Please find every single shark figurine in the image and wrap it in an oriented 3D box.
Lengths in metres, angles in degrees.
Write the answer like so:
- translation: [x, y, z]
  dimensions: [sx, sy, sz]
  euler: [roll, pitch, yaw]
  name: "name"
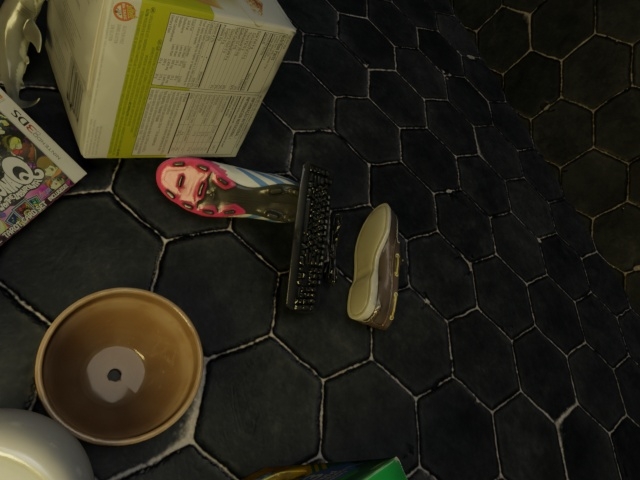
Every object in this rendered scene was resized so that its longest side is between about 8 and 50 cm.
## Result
- translation: [-0.601, -0.367, 0.881]
  dimensions: [0.116, 0.166, 0.279]
  euler: [10, 84, -47]
  name: "shark figurine"

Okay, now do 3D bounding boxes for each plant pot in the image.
- translation: [-0.316, 0.203, 0.742]
  dimensions: [0.237, 0.109, 0.238]
  euler: [16, 56, -25]
  name: "plant pot"

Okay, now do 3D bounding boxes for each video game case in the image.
- translation: [-0.550, -0.117, 0.769]
  dimensions: [0.210, 0.041, 0.232]
  euler: [51, 49, -22]
  name: "video game case"

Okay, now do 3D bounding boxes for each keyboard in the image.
- translation: [0.000, 0.000, 1.033]
  dimensions: [0.201, 0.033, 0.318]
  euler: [10, 87, -61]
  name: "keyboard"

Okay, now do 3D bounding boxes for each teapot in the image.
- translation: [-0.393, 0.317, 0.581]
  dimensions: [0.252, 0.187, 0.256]
  euler: [-21, 95, -11]
  name: "teapot"

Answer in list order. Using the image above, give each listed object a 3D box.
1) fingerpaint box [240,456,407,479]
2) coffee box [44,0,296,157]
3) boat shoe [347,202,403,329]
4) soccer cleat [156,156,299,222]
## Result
- translation: [-0.141, 0.433, 0.553]
  dimensions: [0.444, 0.371, 0.163]
  euler: [-12, 74, -38]
  name: "fingerpaint box"
- translation: [-0.309, -0.396, 0.915]
  dimensions: [0.334, 0.338, 0.338]
  euler: [-9, 61, -38]
  name: "coffee box"
- translation: [0.148, 0.059, 1.151]
  dimensions: [0.096, 0.116, 0.325]
  euler: [29, 55, -24]
  name: "boat shoe"
- translation: [-0.186, -0.106, 1.031]
  dimensions: [0.330, 0.116, 0.143]
  euler: [12, 13, -12]
  name: "soccer cleat"
